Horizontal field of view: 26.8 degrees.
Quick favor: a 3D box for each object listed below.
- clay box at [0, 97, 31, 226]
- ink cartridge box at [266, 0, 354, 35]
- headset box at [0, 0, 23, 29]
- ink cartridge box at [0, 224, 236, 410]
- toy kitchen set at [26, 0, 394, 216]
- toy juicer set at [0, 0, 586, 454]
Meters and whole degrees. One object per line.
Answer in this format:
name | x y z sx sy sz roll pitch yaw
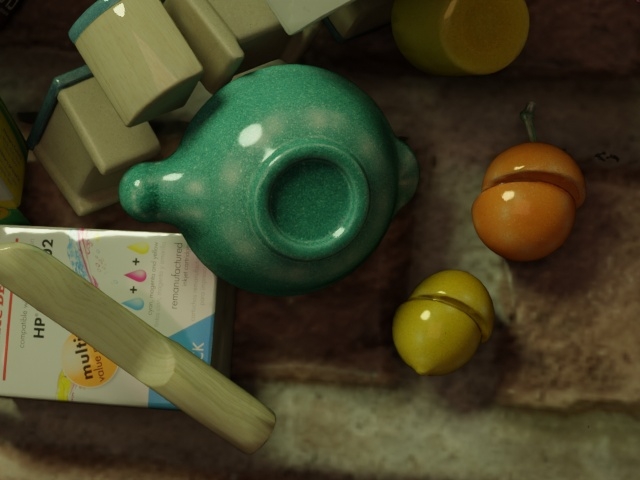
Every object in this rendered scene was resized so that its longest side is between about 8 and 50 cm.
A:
clay box | -0.259 -0.078 0.782 0.127 0.222 0.053 -3 59 8
ink cartridge box | 0.064 -0.217 0.741 0.134 0.231 0.078 -20 110 46
headset box | -0.195 -0.269 0.779 0.110 0.218 0.293 38 91 12
ink cartridge box | -0.146 0.047 0.813 0.181 0.061 0.104 2 83 9
toy kitchen set | -0.075 -0.131 0.825 0.207 0.166 0.122 -26 78 -32
toy juicer set | 0.000 0.000 0.768 0.329 0.089 0.209 -32 111 -6
